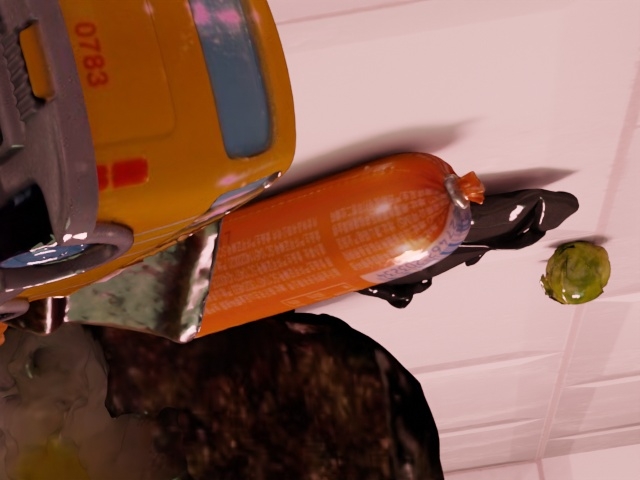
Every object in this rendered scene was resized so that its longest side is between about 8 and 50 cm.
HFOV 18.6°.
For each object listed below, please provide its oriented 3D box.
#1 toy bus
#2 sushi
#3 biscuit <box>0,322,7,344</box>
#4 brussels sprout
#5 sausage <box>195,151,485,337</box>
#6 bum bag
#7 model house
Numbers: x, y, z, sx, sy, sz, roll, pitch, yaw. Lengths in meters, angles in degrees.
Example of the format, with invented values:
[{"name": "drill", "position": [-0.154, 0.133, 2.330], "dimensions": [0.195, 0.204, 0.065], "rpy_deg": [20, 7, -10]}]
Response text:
[{"name": "toy bus", "position": [-0.101, -0.043, 0.769], "dimensions": [0.136, 0.126, 0.209], "rpy_deg": [-11, 171, -33]}, {"name": "sushi", "position": [-0.104, 0.188, 1.445], "dimensions": [0.294, 0.281, 0.299], "rpy_deg": [3, 148, -43]}, {"name": "biscuit", "position": [-0.260, 0.065, 1.151], "dimensions": [0.280, 0.043, 0.183], "rpy_deg": [-29, 165, 2]}, {"name": "brussels sprout", "position": [0.190, 0.024, 1.455], "dimensions": [0.051, 0.046, 0.083], "rpy_deg": [-13, 177, 1]}, {"name": "sausage", "position": [0.000, 0.000, 1.141], "dimensions": [0.234, 0.071, 0.071], "rpy_deg": [-17, 165, 37]}, {"name": "bum bag", "position": [0.085, 0.006, 1.272], "dimensions": [0.087, 0.049, 0.197], "rpy_deg": [-7, 168, -32]}, {"name": "model house", "position": [-0.118, -0.023, 0.943], "dimensions": [0.152, 0.106, 0.165], "rpy_deg": [6, 129, -10]}]
